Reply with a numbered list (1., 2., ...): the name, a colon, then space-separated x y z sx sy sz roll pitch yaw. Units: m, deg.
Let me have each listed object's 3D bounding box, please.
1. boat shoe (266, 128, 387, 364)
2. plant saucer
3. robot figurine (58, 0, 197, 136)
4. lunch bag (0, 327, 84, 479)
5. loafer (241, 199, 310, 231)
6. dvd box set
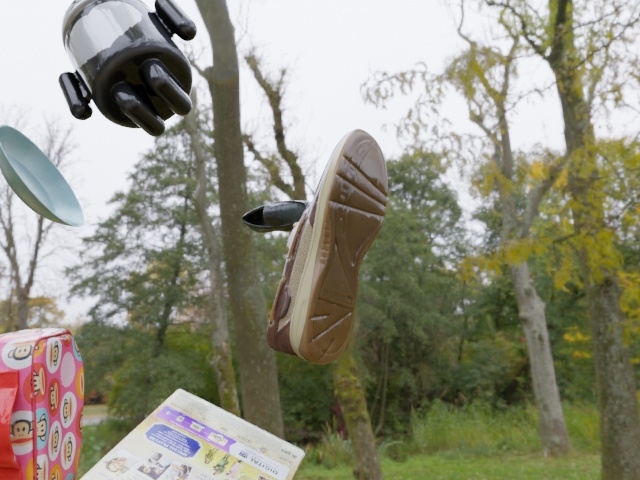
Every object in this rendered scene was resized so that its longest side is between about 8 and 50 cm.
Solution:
1. boat shoe: 0.000 0.000 0.790 0.123 0.341 0.123 -1 -19 44
2. plant saucer: -0.459 -0.094 0.886 0.037 0.195 0.195 -33 -16 -2
3. robot figurine: -0.327 -0.305 0.931 0.209 0.278 0.173 -18 -32 -32
4. lunch bag: -0.481 0.296 0.908 0.120 0.293 0.258 -2 -5 -9
5. loafer: -0.109 -0.059 1.380 0.223 0.076 0.078 -9 -16 43
6. dvd box set: -0.225 0.438 0.962 0.308 0.062 0.420 23 16 8
